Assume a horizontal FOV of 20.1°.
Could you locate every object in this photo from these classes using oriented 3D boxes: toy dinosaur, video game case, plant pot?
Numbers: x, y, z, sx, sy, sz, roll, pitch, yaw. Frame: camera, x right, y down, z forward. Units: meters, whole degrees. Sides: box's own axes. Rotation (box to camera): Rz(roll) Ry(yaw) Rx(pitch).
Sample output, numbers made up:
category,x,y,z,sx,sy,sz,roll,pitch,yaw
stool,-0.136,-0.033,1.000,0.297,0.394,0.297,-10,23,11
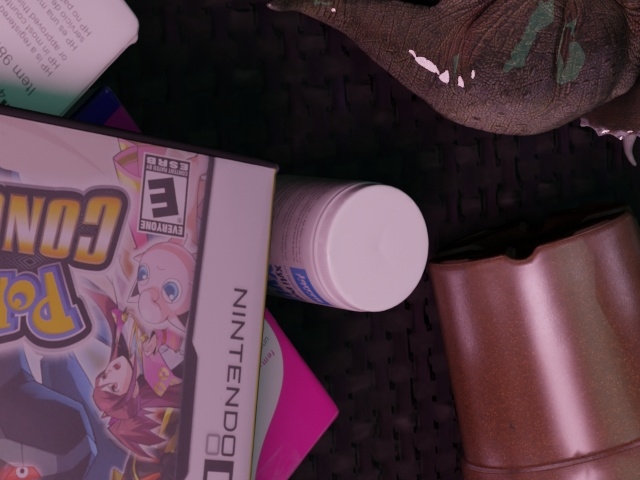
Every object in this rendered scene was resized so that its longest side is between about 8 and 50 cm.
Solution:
category,x,y,z,sx,sy,sz,roll,pitch,yaw
toy dinosaur,0.123,-0.125,1.054,0.314,0.121,0.160,-7,85,-38
video game case,-0.141,0.068,0.737,0.275,0.035,0.248,10,81,-38
plant pot,0.143,0.072,1.070,0.167,0.167,0.165,-21,98,-32

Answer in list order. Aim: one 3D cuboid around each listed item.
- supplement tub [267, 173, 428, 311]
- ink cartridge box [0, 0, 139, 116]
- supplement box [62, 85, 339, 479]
category,x,y,z,sx,sy,sz,roll,pitch,yaw
supplement tub,0.000,0.000,0.985,0.071,0.107,0.071,-4,97,-34
ink cartridge box,-0.261,-0.070,0.755,0.223,0.129,0.307,53,57,-24
supplement box,-0.107,0.045,0.906,0.111,0.114,0.220,-49,118,-30
